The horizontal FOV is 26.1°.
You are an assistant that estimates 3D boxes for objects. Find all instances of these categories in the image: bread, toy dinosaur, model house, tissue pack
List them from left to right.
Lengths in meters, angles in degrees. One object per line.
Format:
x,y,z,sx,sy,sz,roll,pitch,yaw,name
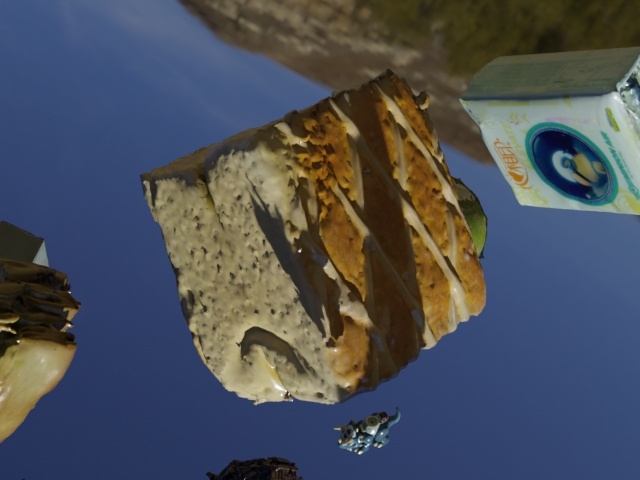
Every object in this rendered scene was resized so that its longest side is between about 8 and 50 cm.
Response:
-0.551,0.194,2.156,0.191,0.314,0.370,46,-159,21,bread
-0.107,0.465,2.559,0.141,0.164,0.203,39,178,32,model house
0.000,0.000,1.878,0.279,0.390,0.371,-9,-166,39,bread
0.058,0.225,1.642,0.083,0.047,0.030,-16,-127,-18,toy dinosaur
0.473,-0.197,2.495,0.388,0.162,0.287,7,136,54,tissue pack

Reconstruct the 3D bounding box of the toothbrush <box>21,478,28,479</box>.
-0.409,0.434,2.242,0.220,0.019,0.016,19,154,30,toothbrush

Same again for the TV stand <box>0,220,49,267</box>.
-0.550,0.047,2.503,0.088,0.082,0.269,27,164,-3,TV stand

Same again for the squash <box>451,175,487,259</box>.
0.171,-0.009,2.879,0.263,0.263,0.384,34,-162,18,squash

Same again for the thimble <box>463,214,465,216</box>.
0.161,0.028,2.370,0.143,0.198,0.235,3,-151,24,thimble
